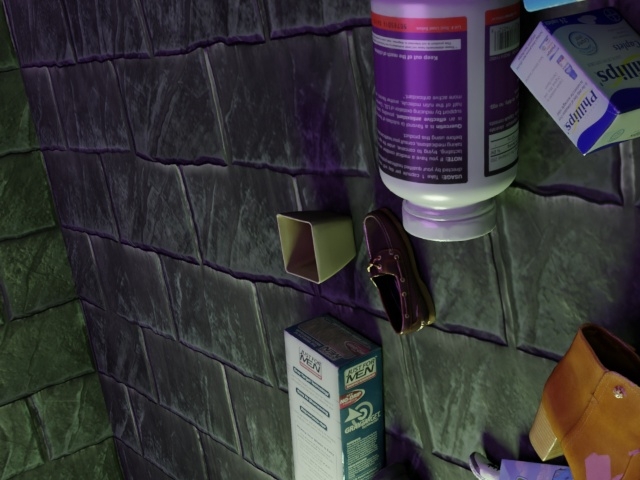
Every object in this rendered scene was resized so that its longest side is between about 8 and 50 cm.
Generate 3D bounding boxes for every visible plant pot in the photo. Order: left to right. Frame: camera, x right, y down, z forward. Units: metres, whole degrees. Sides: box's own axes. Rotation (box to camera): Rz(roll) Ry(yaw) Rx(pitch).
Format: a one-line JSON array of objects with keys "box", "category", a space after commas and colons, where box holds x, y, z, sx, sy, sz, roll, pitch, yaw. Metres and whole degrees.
[{"box": [0.000, 0.000, 1.596, 0.109, 0.096, 0.109, 17, 120, 54], "category": "plant pot"}]

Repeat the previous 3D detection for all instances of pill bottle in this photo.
[{"box": [0.160, -0.171, 1.171, 0.181, 0.181, 0.323, 26, 127, 50], "category": "pill bottle"}]

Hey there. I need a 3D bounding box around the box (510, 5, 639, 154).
[{"box": [0.301, -0.176, 1.000, 0.137, 0.126, 0.072, 57, 144, 21], "category": "box"}]

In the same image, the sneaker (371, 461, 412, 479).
[{"box": [0.122, 0.526, 1.689, 0.106, 0.101, 0.267, 44, 140, 33], "category": "sneaker"}]

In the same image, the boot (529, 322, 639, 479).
[{"box": [0.363, 0.255, 1.067, 0.295, 0.104, 0.211, 52, 145, 34], "category": "boot"}]

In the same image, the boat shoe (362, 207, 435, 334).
[{"box": [0.113, 0.049, 1.470, 0.073, 0.073, 0.207, -40, 71, 58], "category": "boat shoe"}]

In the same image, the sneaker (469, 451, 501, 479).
[{"box": [0.275, 0.364, 1.427, 0.109, 0.040, 0.044, 45, 124, 30], "category": "sneaker"}]

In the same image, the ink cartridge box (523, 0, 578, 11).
[{"box": [0.324, -0.358, 0.861, 0.307, 0.129, 0.223, 4, 110, 57], "category": "ink cartridge box"}]

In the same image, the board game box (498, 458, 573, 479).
[{"box": [0.322, 0.394, 1.282, 0.211, 0.039, 0.160, -15, 58, 59], "category": "board game box"}]

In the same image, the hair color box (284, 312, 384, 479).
[{"box": [0.029, 0.331, 1.721, 0.174, 0.105, 0.348, 28, 129, 48], "category": "hair color box"}]
